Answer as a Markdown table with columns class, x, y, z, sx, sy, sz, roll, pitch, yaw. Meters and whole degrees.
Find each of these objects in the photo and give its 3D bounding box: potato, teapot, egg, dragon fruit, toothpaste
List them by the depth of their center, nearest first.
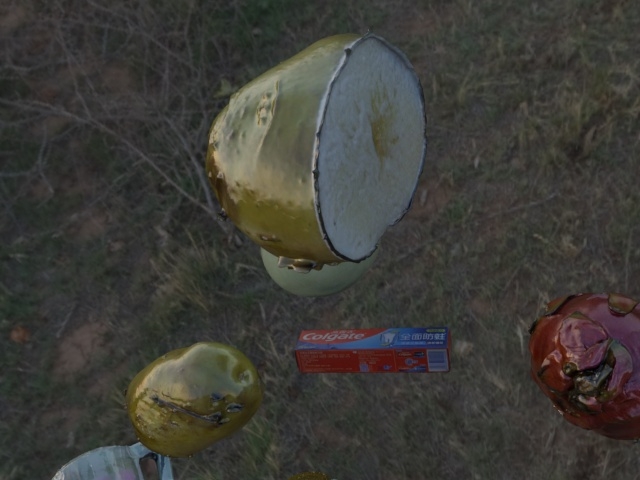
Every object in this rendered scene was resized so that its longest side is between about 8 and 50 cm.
| class | x | y | z | sx | sy | sz | roll | pitch | yaw |
| --- | --- | --- | --- | --- | --- | --- | --- | --- | --- |
| potato | -0.009 | -0.114 | 0.795 | 0.196 | 0.247 | 0.300 | 6 | 35 | 31 |
| potato | -0.216 | 0.256 | 1.056 | 0.300 | 0.173 | 0.140 | -33 | 28 | 41 |
| dragon fruit | 0.457 | 0.196 | 1.059 | 0.250 | 0.315 | 0.250 | -19 | 51 | 25 |
| egg | 0.000 | 0.000 | 1.110 | 0.253 | 0.186 | 0.187 | -27 | 34 | 56 |
| teapot | -0.401 | 0.509 | 1.308 | 0.163 | 0.221 | 0.178 | -49 | 59 | 32 |
| toothpaste | 0.110 | 0.229 | 1.382 | 0.320 | 0.066 | 0.076 | -3 | 26 | 14 |

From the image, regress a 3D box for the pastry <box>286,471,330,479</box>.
| class | x | y | z | sx | sy | sz | roll | pitch | yaw |
| --- | --- | --- | --- | --- | --- | --- | --- | --- | --- |
| pastry | -0.024 | 0.504 | 1.337 | 0.097 | 0.109 | 0.057 | 0 | 82 | -13 |

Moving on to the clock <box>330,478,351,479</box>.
| class | x | y | z | sx | sy | sz | roll | pitch | yaw |
| --- | --- | --- | --- | --- | --- | --- | --- | --- | --- |
| clock | 0.099 | 0.607 | 1.418 | 0.243 | 0.200 | 0.146 | -11 | 17 | 15 |
